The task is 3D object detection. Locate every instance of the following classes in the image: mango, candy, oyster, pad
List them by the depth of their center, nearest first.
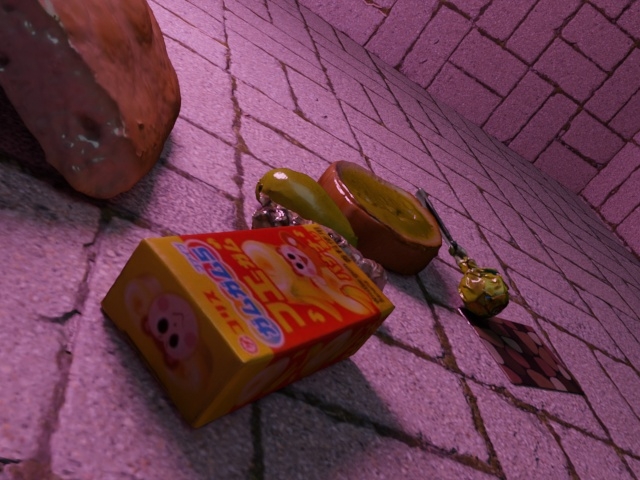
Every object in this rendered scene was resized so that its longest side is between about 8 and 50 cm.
[{"bbox_3d":[-0.053,0.063,0.632,0.146,0.088,0.276,49,26,20],"label":"candy"},{"bbox_3d":[-0.003,0.001,0.826,0.199,0.061,0.106,19,51,-33],"label":"oyster"},{"bbox_3d":[-0.013,-0.039,0.898,0.165,0.074,0.091,34,21,-11],"label":"mango"},{"bbox_3d":[0.333,0.183,1.087,0.234,0.003,0.158,18,30,-40],"label":"pad"},{"bbox_3d":[0.226,0.014,1.107,0.077,0.073,0.262,6,48,-46],"label":"candy"}]

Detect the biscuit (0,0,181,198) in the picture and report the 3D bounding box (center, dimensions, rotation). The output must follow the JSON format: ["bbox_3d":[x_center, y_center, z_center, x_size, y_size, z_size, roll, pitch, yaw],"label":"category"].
[{"bbox_3d":[-0.284,-0.282,0.740,0.430,0.103,0.446,59,12,-17],"label":"biscuit"}]

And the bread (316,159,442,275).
[{"bbox_3d":[0.094,-0.040,1.066,0.236,0.070,0.236,31,23,-15],"label":"bread"}]
